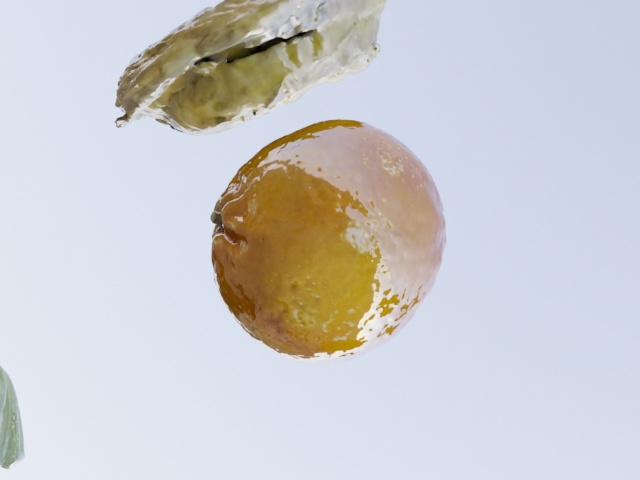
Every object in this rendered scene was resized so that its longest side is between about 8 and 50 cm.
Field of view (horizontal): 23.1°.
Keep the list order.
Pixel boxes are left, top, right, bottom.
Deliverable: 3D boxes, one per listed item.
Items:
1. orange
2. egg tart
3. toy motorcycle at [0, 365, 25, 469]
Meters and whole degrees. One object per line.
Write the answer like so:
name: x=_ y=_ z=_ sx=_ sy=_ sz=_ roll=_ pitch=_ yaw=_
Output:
orange: x=0.003 y=0.000 z=1.099 sx=0.155 sy=0.178 sz=0.177 roll=39 pitch=-19 yaw=-28
egg tart: x=-0.046 y=-0.151 z=1.307 sx=0.279 sy=0.279 sz=0.095 roll=-27 pitch=-92 yaw=60
toy motorcycle: x=-0.369 y=0.226 z=1.290 sx=0.168 sy=0.410 sz=0.237 roll=23 pitch=-18 yaw=15
